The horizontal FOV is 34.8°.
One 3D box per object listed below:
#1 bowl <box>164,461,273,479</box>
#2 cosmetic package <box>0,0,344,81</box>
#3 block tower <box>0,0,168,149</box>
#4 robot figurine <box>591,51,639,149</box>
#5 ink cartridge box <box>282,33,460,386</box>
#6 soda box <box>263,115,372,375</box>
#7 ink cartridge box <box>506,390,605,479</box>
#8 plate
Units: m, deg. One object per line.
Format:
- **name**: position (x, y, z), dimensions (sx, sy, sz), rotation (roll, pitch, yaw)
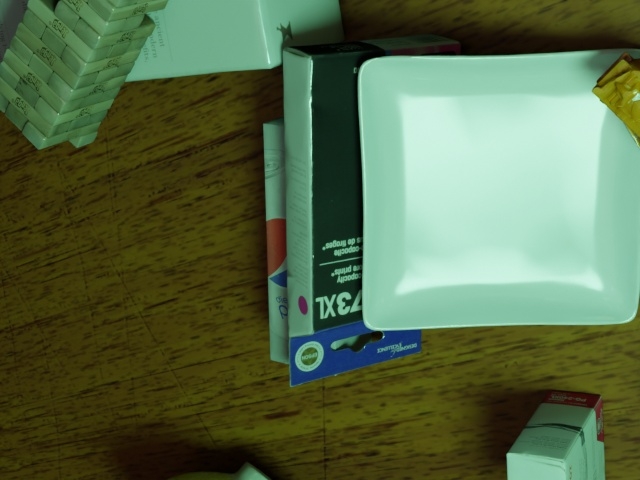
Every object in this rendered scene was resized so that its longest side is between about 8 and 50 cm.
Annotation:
- **bowl**: position (-0.095, 0.377, 1.289), dimensions (0.289, 0.289, 0.156), rotation (36, 79, 15)
- **cosmetic package**: position (-0.219, -0.297, 1.132), dimensions (0.453, 0.161, 0.230), rotation (1, 108, 30)
- **block tower**: position (-0.217, -0.234, 1.000), dimensions (0.091, 0.097, 0.335), rotation (44, 124, 10)
- **robot figurine**: position (0.394, -0.090, 0.879), dimensions (0.291, 0.085, 0.211), rotation (42, 123, 0)
- **ink cartridge box**: position (0.052, -0.022, 1.065), dimensions (0.069, 0.176, 0.370), rotation (34, 129, 54)
- **soda box**: position (0.000, 0.000, 1.151), dimensions (0.091, 0.098, 0.286), rotation (11, 113, 27)
- **ink cartridge box**: position (0.246, 0.237, 1.059), dimensions (0.063, 0.150, 0.109), rotation (4, 109, 29)
- **plate**: position (0.177, -0.048, 1.005), dimensions (0.277, 0.045, 0.278), rotation (-2, 109, 1)
